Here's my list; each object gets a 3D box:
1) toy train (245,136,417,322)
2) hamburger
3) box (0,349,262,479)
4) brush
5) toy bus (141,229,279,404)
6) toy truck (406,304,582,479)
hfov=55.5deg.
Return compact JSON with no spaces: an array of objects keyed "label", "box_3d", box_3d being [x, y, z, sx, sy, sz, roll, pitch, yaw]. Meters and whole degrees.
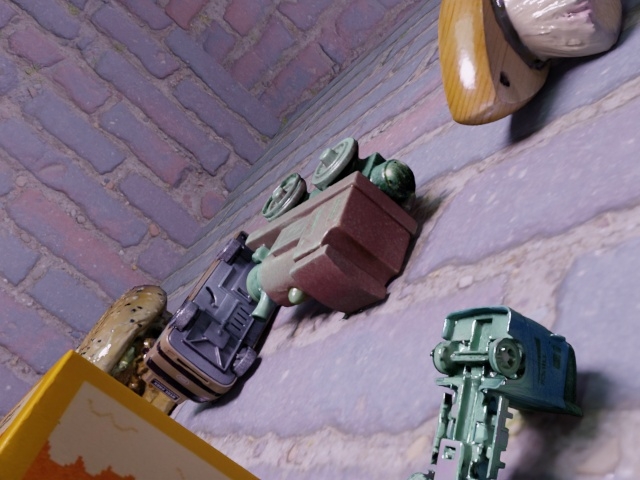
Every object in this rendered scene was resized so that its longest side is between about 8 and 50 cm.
[{"label":"toy train","box_3d":[0.000,0.000,0.838,0.304,0.150,0.221,-28,32,50]},{"label":"hamburger","box_3d":[-0.376,0.251,1.173,0.318,0.195,0.277,-52,13,-5]},{"label":"box","box_3d":[-0.157,0.273,0.356,0.283,0.259,0.214,-43,18,23]},{"label":"brush","box_3d":[0.248,-0.250,0.728,0.166,0.174,0.267,-17,41,46]},{"label":"toy bus","box_3d":[-0.165,0.125,0.989,0.157,0.139,0.289,-42,15,38]},{"label":"toy truck","box_3d":[0.104,0.132,0.366,0.067,0.081,0.175,-22,49,61]}]
